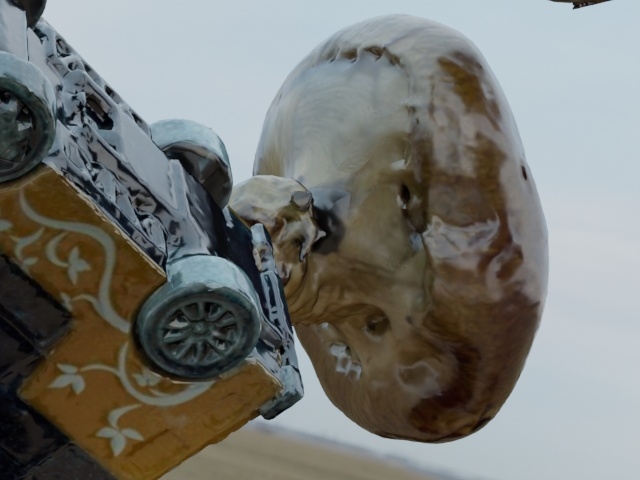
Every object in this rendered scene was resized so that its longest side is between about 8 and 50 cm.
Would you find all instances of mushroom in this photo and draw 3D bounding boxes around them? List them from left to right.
[{"bbox_3d":[0.024,-0.016,1.276,0.254,0.267,0.267,24,-9,-21],"label":"mushroom"}]

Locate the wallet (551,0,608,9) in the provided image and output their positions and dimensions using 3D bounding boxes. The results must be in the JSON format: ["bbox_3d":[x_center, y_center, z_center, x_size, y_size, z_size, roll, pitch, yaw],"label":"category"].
[{"bbox_3d":[0.201,-0.214,1.235,0.255,0.137,0.031,-15,-16,-35],"label":"wallet"}]

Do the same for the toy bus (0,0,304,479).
[{"bbox_3d":[-0.172,-0.018,0.947,0.323,0.194,0.162,46,18,-33],"label":"toy bus"}]
